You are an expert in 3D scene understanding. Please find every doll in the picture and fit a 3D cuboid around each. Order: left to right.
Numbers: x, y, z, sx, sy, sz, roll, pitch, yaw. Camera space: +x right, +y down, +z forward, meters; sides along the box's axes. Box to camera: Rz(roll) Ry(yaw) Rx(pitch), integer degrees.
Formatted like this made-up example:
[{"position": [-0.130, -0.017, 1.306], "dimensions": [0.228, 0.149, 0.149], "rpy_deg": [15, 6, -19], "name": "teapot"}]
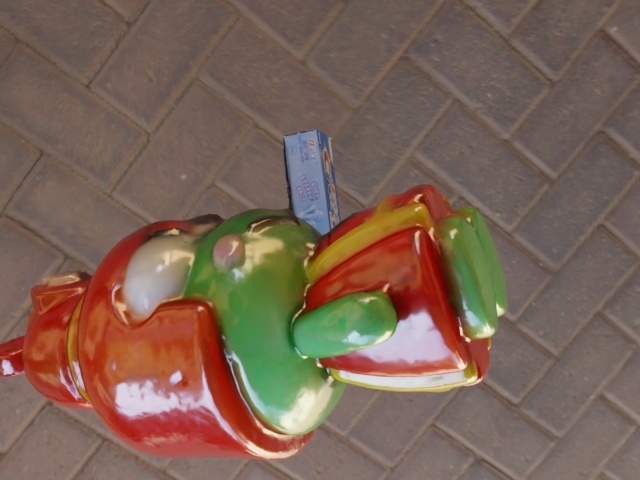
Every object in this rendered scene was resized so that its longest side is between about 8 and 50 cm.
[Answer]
[{"position": [-0.063, 0.061, 0.530], "dimensions": [0.363, 0.182, 0.160], "rpy_deg": [-7, 102, 18], "name": "doll"}]

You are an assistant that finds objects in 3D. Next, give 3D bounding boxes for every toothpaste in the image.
[{"position": [0.000, 0.000, 1.004], "dimensions": [0.053, 0.066, 0.272], "rpy_deg": [-10, 83, 19], "name": "toothpaste"}]
